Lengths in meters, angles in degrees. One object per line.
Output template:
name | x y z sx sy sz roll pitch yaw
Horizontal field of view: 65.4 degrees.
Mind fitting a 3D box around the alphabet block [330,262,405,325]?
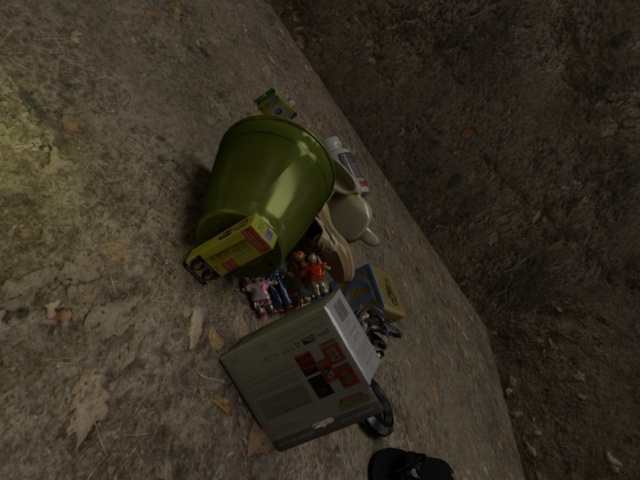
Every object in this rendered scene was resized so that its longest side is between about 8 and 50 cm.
alphabet block | 0.182 0.226 1.905 0.197 0.192 0.194 29 40 -54

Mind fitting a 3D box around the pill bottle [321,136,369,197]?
pill bottle | 0.095 -0.334 2.411 0.176 0.176 0.319 1 62 -65

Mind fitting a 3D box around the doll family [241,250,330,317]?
doll family | -0.102 0.116 1.448 0.118 0.262 0.163 129 -56 -76

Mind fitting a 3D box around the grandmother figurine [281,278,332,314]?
grandmother figurine | -0.003 0.225 1.639 0.342 0.103 0.208 40 57 -47

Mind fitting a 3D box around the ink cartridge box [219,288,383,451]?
ink cartridge box | -0.031 0.309 1.176 0.272 0.309 0.130 60 22 -3

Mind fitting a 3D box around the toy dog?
toy dog | 0.064 -0.144 1.930 0.395 0.285 0.408 27 7 -6

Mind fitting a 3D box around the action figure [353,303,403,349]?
action figure | 0.168 0.317 1.725 0.099 0.185 0.285 43 11 36

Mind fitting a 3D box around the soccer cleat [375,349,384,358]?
soccer cleat | 0.179 0.428 1.805 0.060 0.072 0.179 65 22 10

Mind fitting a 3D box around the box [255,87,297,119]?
box | -0.194 -0.582 2.179 0.179 0.105 0.043 35 32 -46

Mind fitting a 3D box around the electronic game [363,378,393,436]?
electronic game | 0.172 0.548 1.676 0.229 0.048 0.229 47 19 -21

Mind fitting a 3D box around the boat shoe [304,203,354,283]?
boat shoe | 0.000 0.000 1.667 0.110 0.121 0.341 -28 93 -47

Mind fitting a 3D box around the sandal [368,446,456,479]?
sandal | 0.320 0.748 1.607 0.445 0.107 0.168 22 41 -40

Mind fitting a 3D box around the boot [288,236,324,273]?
boot | -0.030 0.083 1.735 0.123 0.095 0.258 47 24 -15

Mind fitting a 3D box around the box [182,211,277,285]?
box | -0.220 0.024 1.208 0.087 0.232 0.058 51 28 -25

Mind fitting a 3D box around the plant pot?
plant pot | -0.168 -0.098 1.381 0.366 0.366 0.353 49 36 -27
